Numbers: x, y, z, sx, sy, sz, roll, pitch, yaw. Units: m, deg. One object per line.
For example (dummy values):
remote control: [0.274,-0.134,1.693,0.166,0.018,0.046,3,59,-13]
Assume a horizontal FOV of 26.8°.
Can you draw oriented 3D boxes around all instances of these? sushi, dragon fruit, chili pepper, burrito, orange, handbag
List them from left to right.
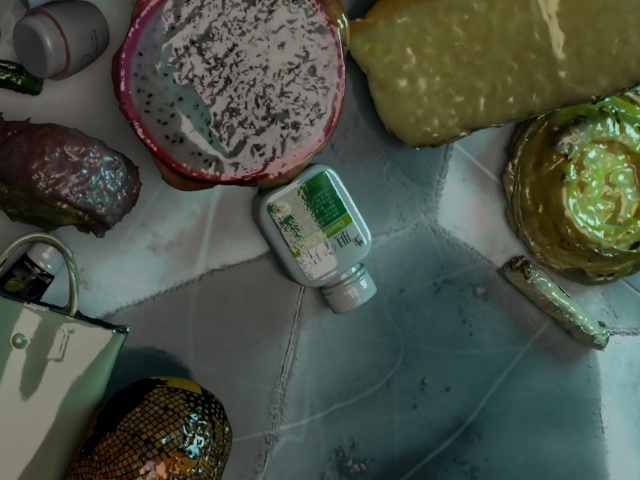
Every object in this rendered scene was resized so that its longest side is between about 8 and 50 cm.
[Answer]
chili pepper: [-0.386,-0.192,1.585,0.118,0.035,0.055,-5,133,-14]
handbag: [-0.361,0.146,1.569,0.241,0.109,0.315,18,99,-19]
sushi: [-0.325,-0.081,1.543,0.241,0.161,0.107,26,70,-13]
orange: [-0.199,0.270,1.585,0.182,0.234,0.234,25,88,11]
dragon fruit: [-0.112,-0.195,1.600,0.290,0.189,0.291,0,91,-8]
burrito: [0.319,0.087,1.807,0.185,0.041,0.045,42,42,-14]

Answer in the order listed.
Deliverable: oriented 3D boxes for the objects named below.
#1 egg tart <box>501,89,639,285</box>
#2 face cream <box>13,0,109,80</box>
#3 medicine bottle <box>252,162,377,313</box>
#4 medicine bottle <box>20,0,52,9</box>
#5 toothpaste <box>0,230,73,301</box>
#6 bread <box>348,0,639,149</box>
egg tart: [0.379,-0.072,1.781,0.278,0.095,0.279,-2,96,-16]
face cream: [-0.304,-0.238,1.578,0.095,0.091,0.091,-30,103,-40]
medicine bottle: [0.000,0.000,1.697,0.119,0.069,0.183,-32,103,-13]
medicine bottle: [-0.198,-0.420,1.534,0.378,0.213,0.214,-27,101,-12]
toothpaste: [-0.373,0.076,1.617,0.071,0.045,0.193,41,89,-14]
bread: [0.234,-0.255,1.644,0.315,0.279,0.248,-33,109,-23]
